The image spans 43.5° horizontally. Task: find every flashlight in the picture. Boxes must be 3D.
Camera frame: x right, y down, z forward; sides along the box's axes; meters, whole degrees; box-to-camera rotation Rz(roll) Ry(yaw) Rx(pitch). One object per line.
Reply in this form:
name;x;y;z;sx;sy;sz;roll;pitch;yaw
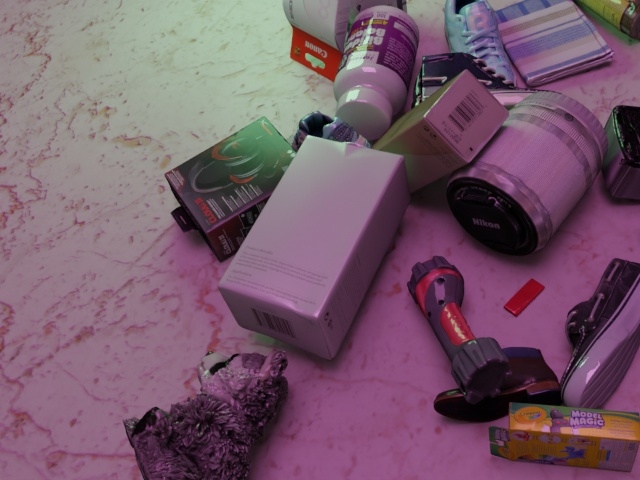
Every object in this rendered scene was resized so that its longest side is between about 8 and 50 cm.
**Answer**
flashlight;0.241;0.142;1.394;0.103;0.103;0.304;-18;31;-4

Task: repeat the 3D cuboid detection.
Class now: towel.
towel;0.534;-0.481;1.889;0.209;0.034;0.285;-19;50;3

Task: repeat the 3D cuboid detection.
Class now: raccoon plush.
raccoon plush;-0.129;0.399;1.350;0.299;0.216;0.446;-21;80;-20

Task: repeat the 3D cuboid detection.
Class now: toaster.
toaster;0.637;-0.171;1.563;0.186;0.110;0.168;5;53;-4

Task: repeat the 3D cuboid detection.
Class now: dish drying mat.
dish drying mat;0.381;0.106;1.501;0.083;0.008;0.032;-41;56;-18

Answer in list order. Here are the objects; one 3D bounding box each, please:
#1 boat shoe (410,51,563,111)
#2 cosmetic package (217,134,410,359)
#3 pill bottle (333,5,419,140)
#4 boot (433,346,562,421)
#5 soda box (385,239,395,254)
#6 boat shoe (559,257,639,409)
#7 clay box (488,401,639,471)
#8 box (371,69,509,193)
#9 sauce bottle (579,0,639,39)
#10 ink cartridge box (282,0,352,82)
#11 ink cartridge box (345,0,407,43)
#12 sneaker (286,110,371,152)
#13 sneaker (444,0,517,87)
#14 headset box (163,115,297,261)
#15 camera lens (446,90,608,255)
boat shoe;0.361;-0.325;1.703;0.341;0.127;0.158;2;68;5
cosmetic package;0.000;0.000;1.511;0.217;0.156;0.385;17;59;24
pill bottle;0.123;-0.379;1.828;0.169;0.169;0.301;3;54;16
boot;0.298;0.246;1.382;0.219;0.082;0.106;-4;42;-1
soda box;0.059;0.031;1.605;0.183;0.058;0.063;-34;53;-13
boat shoe;0.481;0.159;1.383;0.119;0.121;0.335;21;50;35
clay box;0.382;0.310;1.271;0.222;0.127;0.053;3;54;15
box;0.215;-0.198;1.580;0.121;0.311;0.148;44;68;-7
sauce bottle;0.662;-0.606;1.901;0.111;0.111;0.344;-28;53;-7
ink cartridge box;-0.018;-0.511;1.921;0.066;0.232;0.189;-19;44;-41
ink cartridge box;0.123;-0.584;1.951;0.159;0.218;0.092;-31;59;-10
sneaker;-0.004;-0.227;1.726;0.110;0.122;0.283;-50;28;-17
sneaker;0.353;-0.460;1.843;0.135;0.150;0.366;-17;53;2
headset box;-0.181;-0.107;1.736;0.293;0.110;0.218;-31;53;-10
camera lens;0.392;-0.124;1.535;0.219;0.219;0.274;30;66;30
